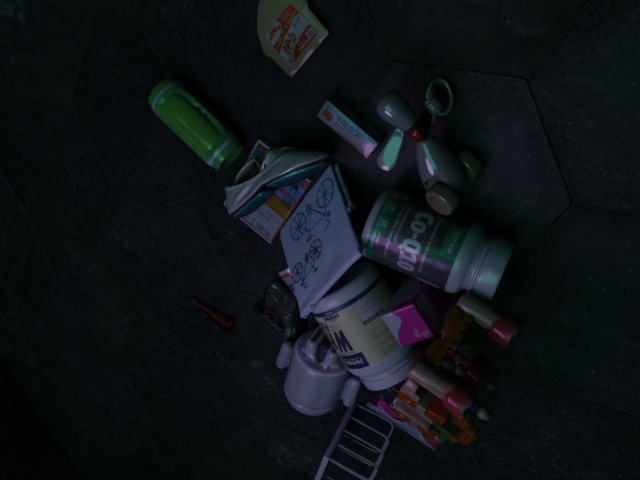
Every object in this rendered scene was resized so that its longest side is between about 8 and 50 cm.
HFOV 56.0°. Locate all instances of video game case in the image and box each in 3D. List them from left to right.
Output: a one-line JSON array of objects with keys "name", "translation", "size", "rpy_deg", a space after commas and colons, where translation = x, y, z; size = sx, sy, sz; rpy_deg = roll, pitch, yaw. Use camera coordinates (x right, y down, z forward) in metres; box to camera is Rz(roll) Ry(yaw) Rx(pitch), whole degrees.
[{"name": "video game case", "translation": [-0.167, -0.148, 1.862], "size": [0.204, 0.025, 0.285], "rpy_deg": [40, 128, 5]}]

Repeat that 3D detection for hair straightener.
[{"name": "hair straightener", "translation": [-0.420, 0.283, 2.218], "size": [0.231, 0.047, 0.089], "rpy_deg": [26, 125, 15]}]

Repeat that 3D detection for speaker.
[{"name": "speaker", "translation": [-0.373, -0.349, 1.806], "size": [0.296, 0.131, 0.131], "rpy_deg": [44, 128, 1]}]

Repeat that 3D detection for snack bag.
[{"name": "snack bag", "translation": [0.000, 0.000, 1.708], "size": [0.323, 0.037, 0.342], "rpy_deg": [-50, 42, 36]}]

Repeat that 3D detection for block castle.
[{"name": "block castle", "translation": [0.365, 0.366, 1.576], "size": [0.213, 0.303, 0.453], "rpy_deg": [33, 157, 18]}]

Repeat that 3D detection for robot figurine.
[{"name": "robot figurine", "translation": [-0.009, 0.432, 1.967], "size": [0.300, 0.200, 0.353], "rpy_deg": [28, 130, 17]}]

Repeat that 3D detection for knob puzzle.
[{"name": "knob puzzle", "translation": [-0.088, -0.562, 1.594], "size": [0.213, 0.030, 0.213], "rpy_deg": [13, 122, 23]}]

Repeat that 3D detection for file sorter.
[{"name": "file sorter", "translation": [0.114, 0.718, 2.018], "size": [0.173, 0.277, 0.192], "rpy_deg": [25, 125, 10]}]

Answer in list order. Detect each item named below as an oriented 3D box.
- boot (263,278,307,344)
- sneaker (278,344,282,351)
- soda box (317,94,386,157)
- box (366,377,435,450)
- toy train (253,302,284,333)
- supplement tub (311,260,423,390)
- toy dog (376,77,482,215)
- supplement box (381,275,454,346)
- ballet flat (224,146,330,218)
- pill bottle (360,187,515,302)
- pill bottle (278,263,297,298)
[{"name": "boot", "translation": [-0.125, 0.251, 2.035], "size": [0.161, 0.083, 0.246], "rpy_deg": [33, 128, 25]}, {"name": "sneaker", "translation": [-0.093, 0.389, 2.107], "size": [0.109, 0.040, 0.043], "rpy_deg": [2, 132, 32]}, {"name": "soda box", "translation": [0.084, -0.306, 1.615], "size": [0.183, 0.063, 0.058], "rpy_deg": [41, 127, 3]}, {"name": "box", "translation": [0.298, 0.492, 1.860], "size": [0.247, 0.163, 0.142], "rpy_deg": [31, 128, 11]}, {"name": "toy train", "translation": [-0.173, 0.260, 2.019], "size": [0.158, 0.027, 0.036], "rpy_deg": [38, 123, 35]}, {"name": "supplement tub", "translation": [0.137, 0.251, 1.775], "size": [0.235, 0.235, 0.324], "rpy_deg": [-25, 101, 36]}, {"name": "toy dog", "translation": [0.253, -0.221, 1.512], "size": [0.161, 0.220, 0.333], "rpy_deg": [-9, 106, 66]}, {"name": "supplement box", "translation": [0.273, 0.179, 1.671], "size": [0.111, 0.220, 0.113], "rpy_deg": [-27, 100, 37]}, {"name": "ballet flat", "translation": [-0.148, -0.194, 1.744], "size": [0.400, 0.139, 0.139], "rpy_deg": [-28, 100, 37]}, {"name": "pill bottle", "translation": [0.305, 0.014, 1.577], "size": [0.361, 0.204, 0.204], "rpy_deg": [23, 124, 16]}, {"name": "pill bottle", "translation": [-0.040, 0.141, 1.895], "size": [0.108, 0.108, 0.180], "rpy_deg": [-31, 99, 37]}]
